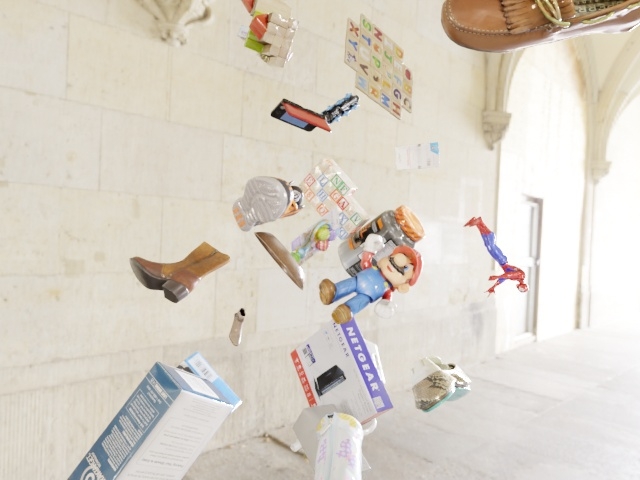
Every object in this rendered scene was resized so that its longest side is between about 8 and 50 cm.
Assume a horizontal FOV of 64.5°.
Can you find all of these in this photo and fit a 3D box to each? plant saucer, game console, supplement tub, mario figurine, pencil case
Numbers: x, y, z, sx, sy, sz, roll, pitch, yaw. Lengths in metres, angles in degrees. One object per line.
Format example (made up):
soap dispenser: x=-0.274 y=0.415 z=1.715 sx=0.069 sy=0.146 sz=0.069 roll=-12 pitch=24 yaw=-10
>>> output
plant saucer: x=-0.099 y=0.045 z=1.333 sx=0.036 sy=0.199 sz=0.198 roll=-40 pitch=9 yaw=-9
game console: x=-0.058 y=-0.336 z=1.447 sx=0.144 sy=0.085 sz=0.124 roll=17 pitch=-28 yaw=-30
supplement tub: x=0.253 y=0.013 z=2.111 sx=0.338 sy=0.207 sz=0.207 roll=-37 pitch=-19 yaw=25
mario figurine: x=0.158 y=0.095 z=1.403 sx=0.320 sy=0.198 sz=0.170 roll=-26 pitch=13 yaw=-26
pencil case: x=0.038 y=0.508 z=1.104 sx=0.113 sy=0.124 sz=0.273 roll=-3 pitch=26 yaw=5

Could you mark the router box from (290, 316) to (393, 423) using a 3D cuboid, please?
router box: x=0.059 y=0.466 z=1.717 sx=0.082 sy=0.336 sz=0.301 roll=0 pitch=-34 yaw=-41

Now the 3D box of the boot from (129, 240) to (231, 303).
boot: x=-0.512 y=0.073 z=1.850 sx=0.264 sy=0.096 sz=0.280 roll=23 pitch=43 yaw=23

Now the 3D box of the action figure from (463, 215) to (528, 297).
action figure: x=0.527 y=0.074 z=1.578 sx=0.139 sy=0.280 sz=0.091 roll=-42 pitch=2 yaw=2

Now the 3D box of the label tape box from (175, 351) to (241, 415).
label tape box: x=-0.475 y=0.586 z=1.757 sx=0.333 sy=0.241 sz=0.106 roll=-44 pitch=-3 yaw=15

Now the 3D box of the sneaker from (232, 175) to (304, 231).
sneaker: x=-0.112 y=-0.120 z=1.376 sx=0.180 sy=0.125 sz=0.321 roll=-22 pitch=4 yaw=-28

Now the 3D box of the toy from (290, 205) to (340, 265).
toy: x=0.000 y=0.000 z=1.741 sx=0.237 sy=0.137 sz=0.056 roll=-36 pitch=51 yaw=-29

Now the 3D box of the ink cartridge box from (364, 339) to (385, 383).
ink cartridge box: x=0.144 y=0.452 z=1.949 sx=0.056 sy=0.181 sz=0.224 roll=-35 pitch=-48 yaw=26

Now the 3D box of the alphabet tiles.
alphabet tiles: x=0.200 y=-0.569 z=1.670 sx=0.342 sy=0.285 sz=0.011 roll=23 pitch=-26 yaw=-40

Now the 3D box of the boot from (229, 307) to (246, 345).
boot: x=-0.278 y=0.289 z=1.726 sx=0.042 sy=0.087 sz=0.118 roll=16 pitch=26 yaw=-25

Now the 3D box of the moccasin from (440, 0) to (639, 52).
moccasin: x=0.403 y=-0.416 z=0.887 sx=0.379 sy=0.139 sz=0.147 roll=-1 pitch=-11 yaw=2

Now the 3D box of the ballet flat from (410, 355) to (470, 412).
ballet flat: x=0.422 y=0.511 z=1.858 sx=0.164 sy=0.182 sz=0.482 roll=-39 pitch=-25 yaw=17

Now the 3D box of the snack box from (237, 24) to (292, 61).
snack box: x=-0.167 y=-0.593 z=1.529 sx=0.141 sy=0.037 sz=0.100 roll=26 pitch=4 yaw=25

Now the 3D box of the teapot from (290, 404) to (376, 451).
teapot: x=0.051 y=0.738 z=1.994 sx=0.252 sy=0.256 sz=0.187 roll=28 pitch=14 yaw=-5

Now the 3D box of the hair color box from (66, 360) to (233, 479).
hair color box: x=-0.348 y=0.424 z=0.992 sx=0.105 sy=0.347 sz=0.174 roll=30 pitch=-10 yaw=38

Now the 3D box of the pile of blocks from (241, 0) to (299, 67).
pile of blocks: x=-0.147 y=-0.531 z=1.223 sx=0.112 sy=0.149 sz=0.362 roll=16 pitch=37 yaw=-23

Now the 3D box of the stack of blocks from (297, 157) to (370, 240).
stack of blocks: x=0.066 y=-0.168 z=2.054 sx=0.171 sy=0.297 sz=0.087 roll=-45 pitch=-14 yaw=23

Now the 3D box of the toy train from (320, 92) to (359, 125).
toy train: x=0.083 y=-0.561 z=2.167 sx=0.184 sy=0.080 sz=0.105 roll=-37 pitch=13 yaw=-12

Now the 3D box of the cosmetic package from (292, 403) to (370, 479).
cosmetic package: x=0.028 y=0.616 z=1.515 sx=0.127 sy=0.107 sz=0.238 roll=8 pitch=29 yaw=-36

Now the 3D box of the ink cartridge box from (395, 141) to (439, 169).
ink cartridge box: x=0.405 y=-0.353 z=2.141 sx=0.180 sy=0.104 sz=0.060 roll=-4 pitch=6 yaw=4
